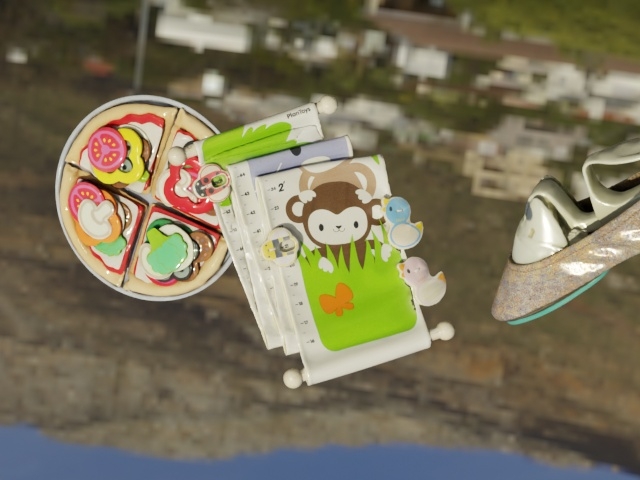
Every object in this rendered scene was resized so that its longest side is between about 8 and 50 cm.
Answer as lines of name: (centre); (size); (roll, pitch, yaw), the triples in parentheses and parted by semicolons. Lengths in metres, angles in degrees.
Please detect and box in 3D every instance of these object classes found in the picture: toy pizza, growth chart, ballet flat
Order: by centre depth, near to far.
growth chart: (0.000, 0.000, 1.538); (0.172, 0.237, 0.021); (-25, 180, -14)
ballet flat: (0.256, -0.026, 1.735); (0.316, 0.106, 0.107); (-31, -160, 35)
toy pizza: (-0.166, -0.038, 1.802); (0.201, 0.201, 0.032); (12, -164, 17)
